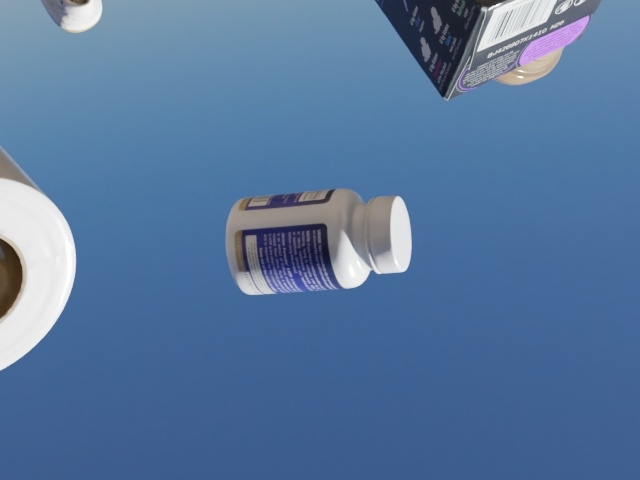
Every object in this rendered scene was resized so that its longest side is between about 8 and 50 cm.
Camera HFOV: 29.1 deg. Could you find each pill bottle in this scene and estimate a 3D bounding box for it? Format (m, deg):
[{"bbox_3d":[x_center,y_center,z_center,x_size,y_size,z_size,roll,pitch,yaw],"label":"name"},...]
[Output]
[{"bbox_3d":[0.000,0.000,1.366,0.186,0.112,0.112,-4,-164,19],"label":"pill bottle"}]

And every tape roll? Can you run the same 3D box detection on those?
[{"bbox_3d":[-0.402,0.009,1.292,0.246,0.246,0.169,-17,-143,-29],"label":"tape roll"}]

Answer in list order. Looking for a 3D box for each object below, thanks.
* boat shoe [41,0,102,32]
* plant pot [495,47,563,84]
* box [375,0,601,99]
[{"bbox_3d":[-0.384,-0.417,1.672,0.098,0.277,0.096,-37,180,-17],"label":"boat shoe"},{"bbox_3d":[0.298,-0.356,1.799,0.237,0.237,0.110,-21,-179,-40],"label":"plant pot"},{"bbox_3d":[0.118,-0.290,1.086,0.165,0.270,0.143,-26,161,-19],"label":"box"}]
